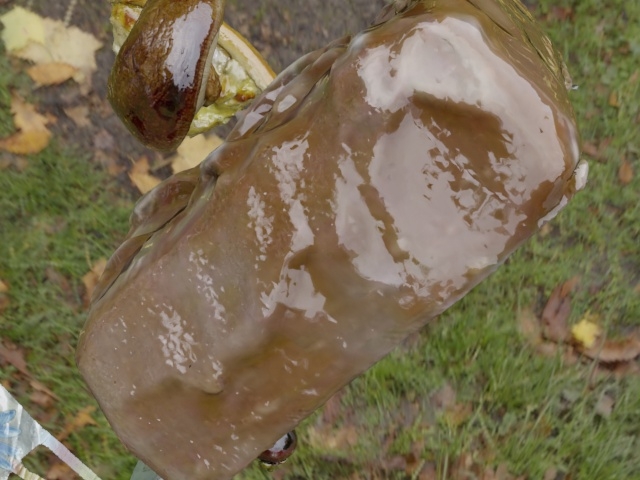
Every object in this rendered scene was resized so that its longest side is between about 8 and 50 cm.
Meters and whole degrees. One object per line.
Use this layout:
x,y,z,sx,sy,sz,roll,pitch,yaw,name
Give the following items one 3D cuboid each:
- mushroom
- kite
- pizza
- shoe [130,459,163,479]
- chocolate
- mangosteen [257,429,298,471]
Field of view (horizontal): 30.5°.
-0.202,-0.234,1.526,0.138,0.194,0.231,16,88,4,mushroom
-0.338,0.250,1.265,0.310,0.015,0.169,40,105,-1,kite
-0.231,-0.274,1.882,0.323,0.223,0.089,32,34,4,pizza
-0.162,0.290,1.614,0.251,0.100,0.103,-48,28,9,shoe
-0.004,-0.010,0.448,0.214,0.148,0.093,-39,100,20,chocolate
-0.075,0.314,1.826,0.081,0.081,0.081,-2,70,5,mangosteen
